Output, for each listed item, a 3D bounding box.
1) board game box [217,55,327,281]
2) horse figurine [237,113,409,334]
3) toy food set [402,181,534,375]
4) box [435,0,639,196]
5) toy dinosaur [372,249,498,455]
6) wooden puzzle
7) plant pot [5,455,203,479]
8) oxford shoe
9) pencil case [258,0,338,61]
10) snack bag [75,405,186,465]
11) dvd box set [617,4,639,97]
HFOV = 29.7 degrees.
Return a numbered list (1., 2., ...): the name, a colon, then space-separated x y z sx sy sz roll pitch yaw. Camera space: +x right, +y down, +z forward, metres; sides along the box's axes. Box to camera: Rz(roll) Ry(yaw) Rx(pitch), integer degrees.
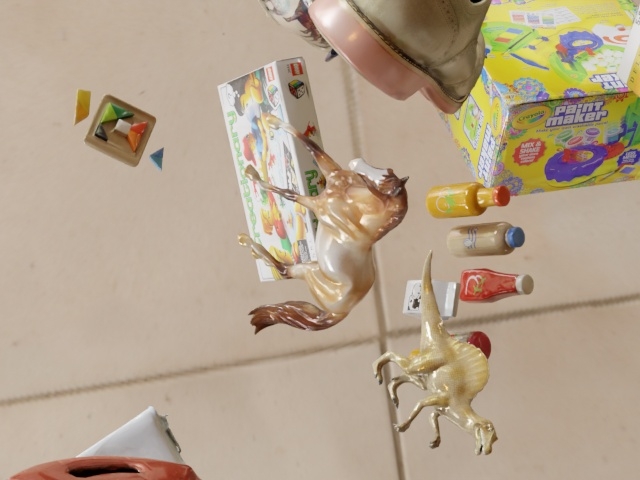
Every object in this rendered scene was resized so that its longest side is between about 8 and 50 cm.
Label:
1. board game box: -0.056 -0.095 1.738 0.053 0.193 0.305 -14 92 -29
2. horse figurine: 0.000 0.000 1.173 0.174 0.066 0.263 29 132 21
3. toy food set: 0.175 0.054 1.385 0.111 0.104 0.232 22 72 -40
4. box: 0.339 -0.229 1.763 0.289 0.279 0.177 -7 136 -14
5. toy dinosaur: 0.096 0.109 1.036 0.092 0.053 0.183 -23 65 10
6. wooden puzzle: -0.228 -0.127 1.371 0.116 0.014 0.079 20 59 -18
7. plant pot: -0.094 0.266 0.584 0.272 0.272 0.265 16 101 -7
8. oxford shoe: 0.122 -0.218 1.171 0.146 0.397 0.140 -44 85 17
9. pencil case: 0.100 -0.452 1.771 0.410 0.183 0.160 -45 123 -11
10. snack bag: -0.255 0.420 1.440 0.342 0.037 0.323 -32 96 -11
11. dvd box set: 0.490 -0.185 1.239 0.062 0.420 0.308 -12 136 -24
